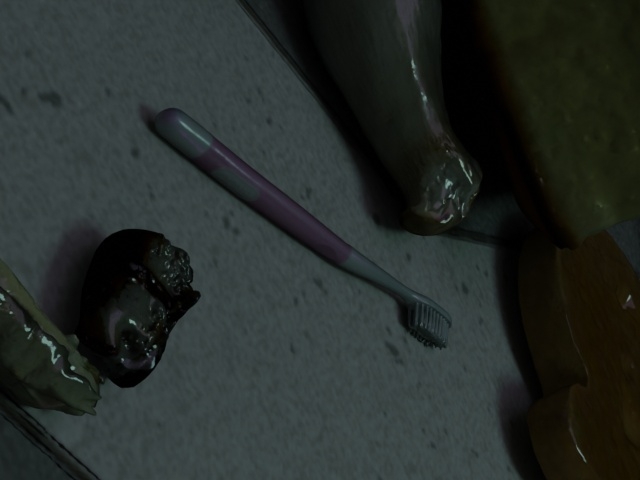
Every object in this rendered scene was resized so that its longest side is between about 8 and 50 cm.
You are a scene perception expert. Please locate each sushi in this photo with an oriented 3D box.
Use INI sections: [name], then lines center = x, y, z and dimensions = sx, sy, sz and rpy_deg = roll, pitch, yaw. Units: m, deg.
[sushi]
center = -0.088, 0.025, 0.648
dimensions = 0.046, 0.044, 0.083
rpy_deg = 50, 31, -28

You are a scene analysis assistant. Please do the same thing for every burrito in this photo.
[burrito]
center = -0.153, 0.008, 0.563
dimensions = 0.185, 0.041, 0.045
rpy_deg = 53, -9, -21

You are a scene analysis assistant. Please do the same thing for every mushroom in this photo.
[mushroom]
center = 0.055, -0.115, 0.933
dimensions = 0.116, 0.093, 0.225
rpy_deg = 32, 34, -76

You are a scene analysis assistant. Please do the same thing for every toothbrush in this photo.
[toothbrush]
center = 0.000, 0.000, 0.835
dimensions = 0.286, 0.020, 0.025
rpy_deg = 37, 47, -41

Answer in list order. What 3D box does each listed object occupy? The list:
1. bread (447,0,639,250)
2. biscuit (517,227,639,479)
[bread]
center = 0.180, -0.180, 1.065
dimensions = 0.333, 0.143, 0.323
rpy_deg = -44, 113, -75
[biscuit]
center = 0.227, 0.146, 1.068
dimensions = 0.275, 0.052, 0.355
rpy_deg = 24, 49, -51
